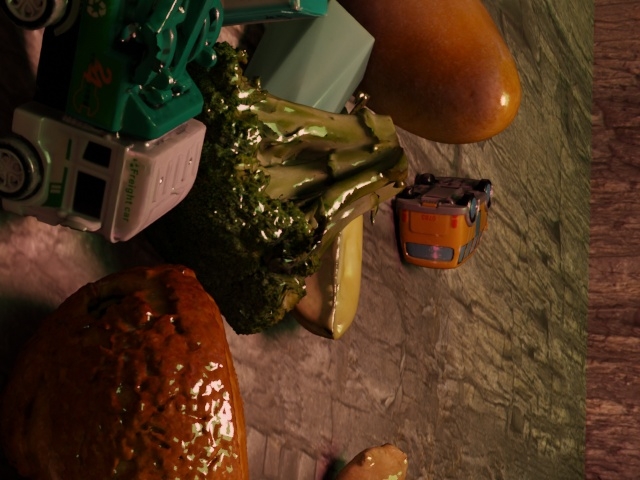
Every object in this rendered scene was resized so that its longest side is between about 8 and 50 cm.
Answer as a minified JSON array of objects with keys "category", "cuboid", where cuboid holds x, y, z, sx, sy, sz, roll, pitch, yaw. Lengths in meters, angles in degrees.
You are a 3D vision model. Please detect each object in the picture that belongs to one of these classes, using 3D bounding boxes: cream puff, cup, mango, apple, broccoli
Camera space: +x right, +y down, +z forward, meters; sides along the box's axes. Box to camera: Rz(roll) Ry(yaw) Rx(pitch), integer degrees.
[{"category":"cream puff","cuboid":[-0.174,0.178,1.231,0.303,0.212,0.303,170,-90,-76]},{"category":"cup","cuboid":[-0.042,-0.174,1.710,0.148,0.134,0.236,102,13,-53]},{"category":"mango","cuboid":[0.126,-0.260,1.840,0.198,0.384,0.222,-12,131,-41]},{"category":"apple","cuboid":[0.000,0.000,1.804,0.193,0.120,0.265,42,52,-77]},{"category":"broccoli","cuboid":[-0.055,-0.062,1.472,0.321,0.283,0.304,150,-76,-85]}]

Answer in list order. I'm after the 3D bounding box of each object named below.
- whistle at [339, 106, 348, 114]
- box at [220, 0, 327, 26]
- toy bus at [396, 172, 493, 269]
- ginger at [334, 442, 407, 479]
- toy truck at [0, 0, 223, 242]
[{"category":"whistle","cuboid":[0.022,-0.146,1.953,0.104,0.057,0.198,-78,149,-55]},{"category":"box","cuboid":[-0.080,-0.372,1.586,0.092,0.153,0.245,-5,94,-67]},{"category":"toy bus","cuboid":[0.206,-0.030,2.288,0.209,0.126,0.136,-36,130,-64]},{"category":"ginger","cuboid":[0.030,0.477,1.864,0.363,0.122,0.348,-23,108,-60]},{"category":"toy truck","cuboid":[-0.173,-0.176,1.210,0.176,0.178,0.364,-42,153,-60]}]
